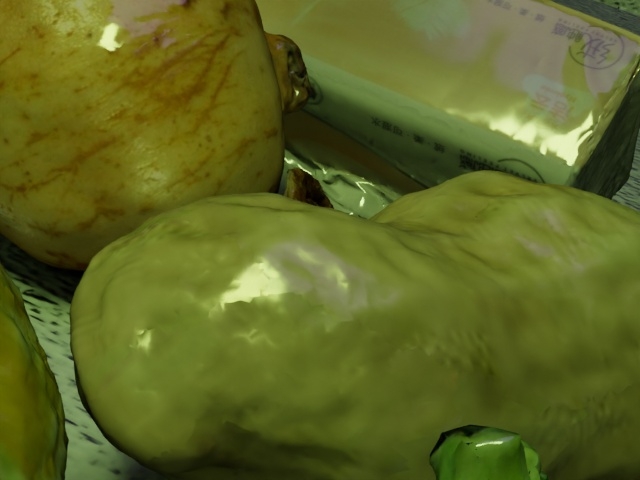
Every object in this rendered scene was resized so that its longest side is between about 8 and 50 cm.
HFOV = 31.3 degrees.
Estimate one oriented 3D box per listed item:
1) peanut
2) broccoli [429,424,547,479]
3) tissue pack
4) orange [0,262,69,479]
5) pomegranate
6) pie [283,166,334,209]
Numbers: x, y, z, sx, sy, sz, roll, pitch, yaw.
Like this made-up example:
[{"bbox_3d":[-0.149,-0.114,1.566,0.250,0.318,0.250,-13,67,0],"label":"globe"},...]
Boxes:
[{"bbox_3d":[0.065,0.054,0.561,0.387,0.169,0.192,3,64,-34],"label":"peanut"},{"bbox_3d":[0.062,0.143,0.425,0.167,0.160,0.154,-4,6,-12],"label":"broccoli"},{"bbox_3d":[0.063,-0.073,0.869,0.305,0.238,0.238,25,25,18],"label":"tissue pack"},{"bbox_3d":[-0.232,0.059,0.335,0.369,0.210,0.271,-17,64,-48],"label":"orange"},{"bbox_3d":[-0.122,-0.093,0.727,0.248,0.248,0.248,14,24,-6],"label":"pomegranate"},{"bbox_3d":[-0.001,-0.002,0.735,0.033,0.088,0.191,-18,-6,6],"label":"pie"}]
